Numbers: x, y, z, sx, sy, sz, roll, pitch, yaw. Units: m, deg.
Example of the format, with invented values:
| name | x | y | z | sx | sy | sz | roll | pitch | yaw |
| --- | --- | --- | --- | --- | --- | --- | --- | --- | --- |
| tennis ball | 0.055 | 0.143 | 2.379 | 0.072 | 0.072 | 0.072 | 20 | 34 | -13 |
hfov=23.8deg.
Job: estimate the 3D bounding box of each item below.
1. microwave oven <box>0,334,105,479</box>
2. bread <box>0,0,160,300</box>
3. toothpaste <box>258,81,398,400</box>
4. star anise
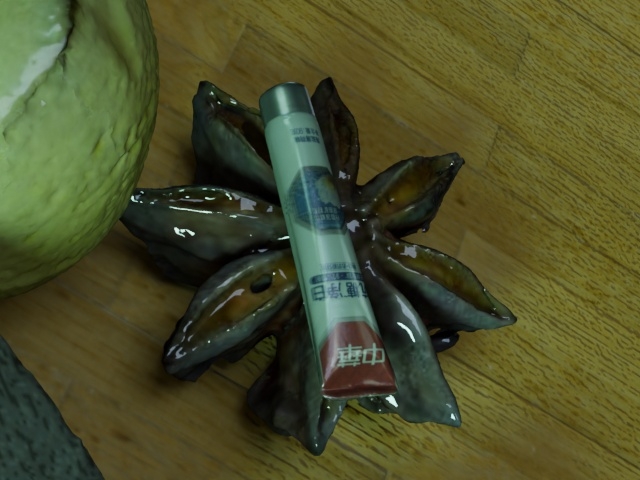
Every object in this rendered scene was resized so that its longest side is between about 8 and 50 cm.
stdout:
| name | x | y | z | sx | sy | sz | roll | pitch | yaw |
| --- | --- | --- | --- | --- | --- | --- | --- | --- | --- |
| microwave oven | -0.315 | 0.206 | 0.703 | 0.374 | 0.236 | 0.432 | 53 | 30 | 5 |
| bread | -0.255 | -0.111 | 0.996 | 0.320 | 0.237 | 0.320 | 2 | 54 | -3 |
| toothpaste | 0.000 | 0.000 | 1.069 | 0.062 | 0.039 | 0.239 | -2 | 66 | -29 |
| star anise | -0.006 | 0.019 | 1.150 | 0.332 | 0.117 | 0.331 | 13 | 53 | -17 |
